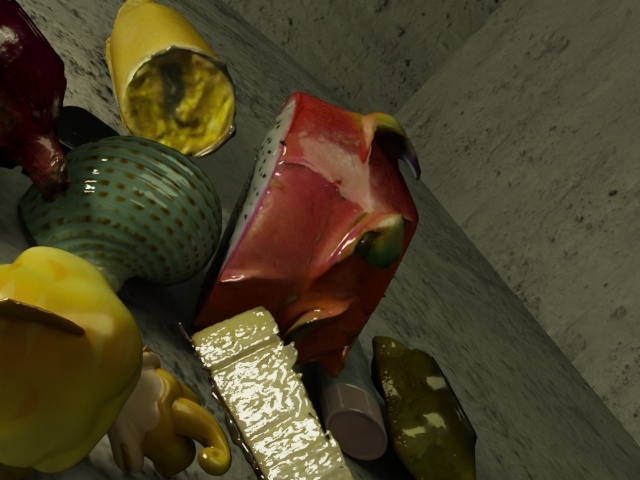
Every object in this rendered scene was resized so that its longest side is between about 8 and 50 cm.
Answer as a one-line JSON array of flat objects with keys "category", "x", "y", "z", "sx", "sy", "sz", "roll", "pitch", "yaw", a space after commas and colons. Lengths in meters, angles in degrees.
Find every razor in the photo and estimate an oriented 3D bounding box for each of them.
[{"category": "razor", "x": -0.261, "y": -0.103, "z": 1.048, "sx": 0.090, "sy": 0.054, "sz": 0.148, "roll": 35, "pitch": 13, "yaw": -6}]

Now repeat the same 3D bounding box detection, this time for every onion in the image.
[{"category": "onion", "x": -0.270, "y": -0.128, "z": 0.845, "sx": 0.198, "sy": 0.135, "sz": 0.173, "roll": 38, "pitch": -7, "yaw": 3}]

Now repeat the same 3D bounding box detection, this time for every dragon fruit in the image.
[{"category": "dragon fruit", "x": 0.000, "y": 0.000, "z": 1.004, "sx": 0.189, "sy": 0.290, "sz": 0.290, "roll": 23, "pitch": 16, "yaw": -6}]

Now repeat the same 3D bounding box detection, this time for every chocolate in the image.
[{"category": "chocolate", "x": -0.238, "y": -0.261, "z": 1.458, "sx": 0.162, "sy": 0.162, "sz": 0.445, "roll": 38, "pitch": 10, "yaw": -29}]

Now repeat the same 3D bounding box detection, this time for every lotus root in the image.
[{"category": "lotus root", "x": -0.023, "y": 0.169, "z": 0.761, "sx": 0.260, "sy": 0.074, "sz": 0.170, "roll": 58, "pitch": -14, "yaw": 36}]

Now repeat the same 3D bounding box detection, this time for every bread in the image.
[{"category": "bread", "x": 0.125, "y": 0.206, "z": 1.142, "sx": 0.233, "sy": 0.088, "sz": 0.160, "roll": -107, "pitch": 172, "yaw": -62}]

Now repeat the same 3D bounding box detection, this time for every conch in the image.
[{"category": "conch", "x": -0.172, "y": -0.030, "z": 0.921, "sx": 0.172, "sy": 0.131, "sz": 0.200, "roll": 43, "pitch": 12, "yaw": -9}]

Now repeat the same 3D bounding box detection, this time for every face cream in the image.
[{"category": "face cream", "x": 0.027, "y": 0.163, "z": 1.108, "sx": 0.084, "sy": 0.057, "sz": 0.198, "roll": 43, "pitch": 14, "yaw": -21}]

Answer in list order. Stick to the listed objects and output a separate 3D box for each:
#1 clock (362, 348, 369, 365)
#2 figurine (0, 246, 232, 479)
[{"category": "clock", "x": 0.037, "y": 0.138, "z": 1.322, "sx": 0.074, "sy": 0.010, "sz": 0.083, "roll": 30, "pitch": 20, "yaw": -50}, {"category": "figurine", "x": -0.156, "y": 0.091, "z": 0.645, "sx": 0.246, "sy": 0.131, "sz": 0.156, "roll": 41, "pitch": 45, "yaw": -52}]
